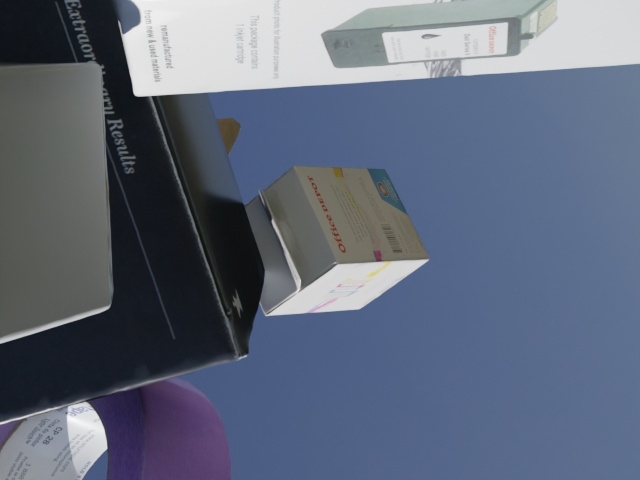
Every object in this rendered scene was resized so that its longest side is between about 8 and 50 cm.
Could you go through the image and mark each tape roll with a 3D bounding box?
[{"bbox_3d":[-0.195,0.225,1.209,0.090,0.275,0.275,28,-149,-36],"label":"tape roll"}]

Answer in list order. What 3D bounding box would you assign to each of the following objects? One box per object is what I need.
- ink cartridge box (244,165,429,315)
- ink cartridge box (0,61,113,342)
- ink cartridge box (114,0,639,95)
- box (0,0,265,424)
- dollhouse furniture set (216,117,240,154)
[{"bbox_3d":[0.000,0.000,1.234,0.143,0.090,0.092,-1,-120,-50],"label":"ink cartridge box"},{"bbox_3d":[-0.287,-0.019,0.713,0.223,0.307,0.129,-19,-70,-61],"label":"ink cartridge box"},{"bbox_3d":[0.037,-0.200,0.779,0.121,0.289,0.211,94,170,-70],"label":"ink cartridge box"},{"bbox_3d":[-0.274,-0.028,1.092,0.212,0.395,0.293,-81,-25,-74],"label":"box"},{"bbox_3d":[-0.280,-0.171,1.410,0.362,0.256,0.394,51,-132,-43],"label":"dollhouse furniture set"}]
